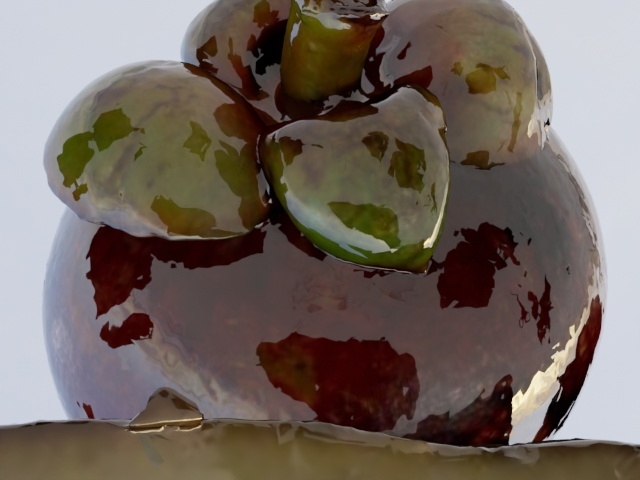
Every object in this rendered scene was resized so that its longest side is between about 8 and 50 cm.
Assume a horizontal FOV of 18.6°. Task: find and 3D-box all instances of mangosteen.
[{"bbox_3d":[0.000,0.000,0.600,0.200,0.200,0.200,14,-138,-13],"label":"mangosteen"}]

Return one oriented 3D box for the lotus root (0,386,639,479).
[{"bbox_3d":[0.043,0.118,0.385,0.170,0.074,0.260,-32,-92,-34],"label":"lotus root"}]
